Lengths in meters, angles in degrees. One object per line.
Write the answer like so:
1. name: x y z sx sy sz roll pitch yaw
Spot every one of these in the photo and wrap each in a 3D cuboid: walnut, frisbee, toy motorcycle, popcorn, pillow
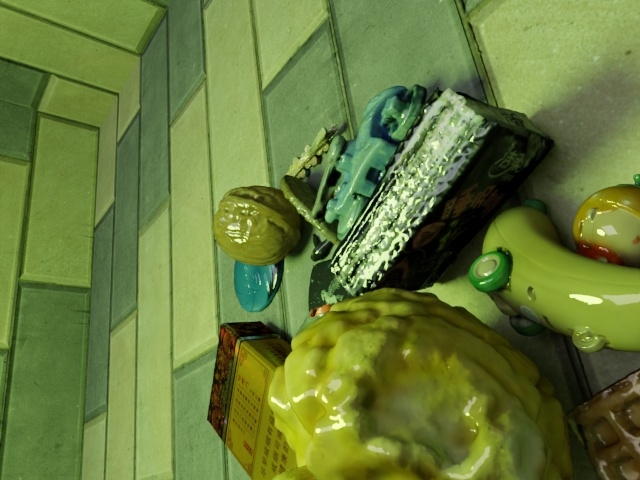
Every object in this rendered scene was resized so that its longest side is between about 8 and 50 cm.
1. walnut: -0.144 -0.035 1.284 0.213 0.213 0.213 -19 66 50
2. frisbee: -0.178 0.069 1.431 0.242 0.045 0.242 -16 69 51
3. toy motorcycle: 0.086 -0.159 1.016 0.241 0.182 0.319 52 123 46
4. popcorn: 0.128 0.233 0.685 0.344 0.390 0.354 -17 75 33
5. pillow: 0.038 0.087 1.118 0.208 0.055 0.141 -28 46 52

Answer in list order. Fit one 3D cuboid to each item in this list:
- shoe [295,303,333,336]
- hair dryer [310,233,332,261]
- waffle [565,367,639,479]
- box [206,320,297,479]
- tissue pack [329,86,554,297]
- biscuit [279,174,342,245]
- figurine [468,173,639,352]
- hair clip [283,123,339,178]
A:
1. shoe: -0.006 0.178 1.112 0.194 0.074 0.077 -34 69 63
2. hair dryer: 0.000 0.000 1.227 0.079 0.031 0.083 -49 36 19
3. waffle: 0.433 0.198 0.532 0.308 0.091 0.213 -51 44 34
4. box: -0.109 0.362 1.172 0.415 0.115 0.264 21 105 55
5. tissue pack: 0.179 -0.057 0.817 0.123 0.245 0.332 48 121 27
6. biscuit: -0.027 -0.083 1.187 0.038 0.141 0.290 -50 40 13
7. figurine: 0.330 0.024 0.665 0.222 0.124 0.324 -47 23 -7
8. hair clip: -0.020 -0.207 1.290 0.214 0.056 0.062 -45 63 49
